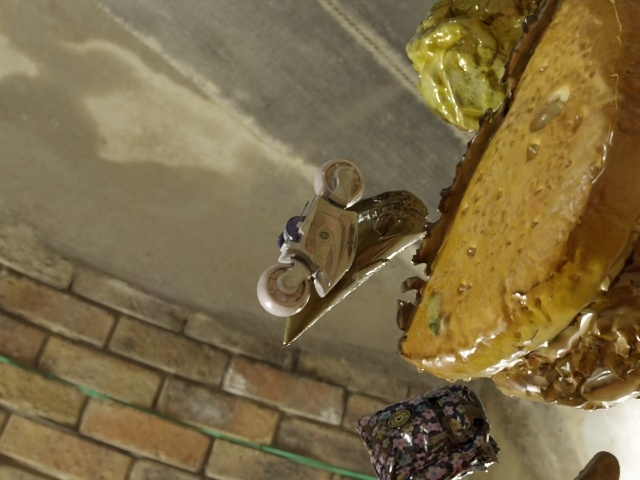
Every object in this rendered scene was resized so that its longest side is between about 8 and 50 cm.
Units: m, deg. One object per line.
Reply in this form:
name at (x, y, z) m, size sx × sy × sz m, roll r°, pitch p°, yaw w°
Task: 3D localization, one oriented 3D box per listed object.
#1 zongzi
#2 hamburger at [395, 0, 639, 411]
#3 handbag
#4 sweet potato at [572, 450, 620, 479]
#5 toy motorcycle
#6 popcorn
zongzi at (0.061, 0.056, 1.828) m, size 0.274 × 0.300 × 0.145 m, roll -14°, pitch 140°, yaw 40°
hamburger at (0.286, -0.007, 0.924) m, size 0.268 × 0.287 × 0.445 m, roll 23°, pitch 100°, yaw -21°
handbag at (0.179, 0.327, 1.585) m, size 0.208 × 0.228 × 0.126 m, roll -30°, pitch 112°, yaw 1°
sweet potato at (0.400, 0.491, 1.661) m, size 0.114 × 0.341 × 0.092 m, roll 46°, pitch 164°, yaw 43°
toy motorcycle at (0.000, 0.000, 1.351) m, size 0.112 × 0.254 × 0.112 m, roll 23°, pitch 156°, yaw 11°
popcorn at (0.230, -0.232, 1.218) m, size 0.266 × 0.233 × 0.192 m, roll -10°, pitch 101°, yaw 62°
